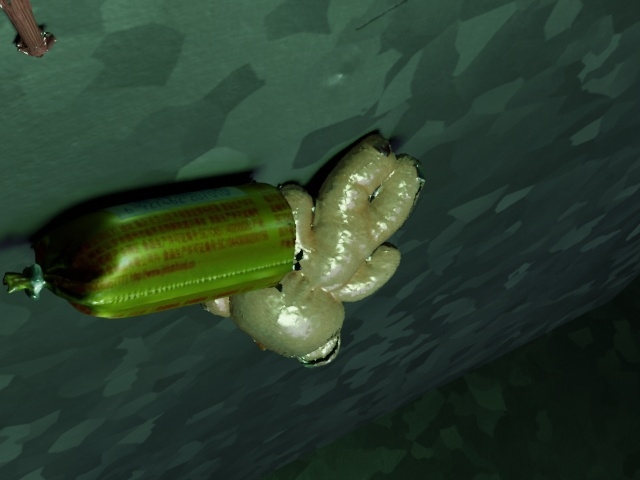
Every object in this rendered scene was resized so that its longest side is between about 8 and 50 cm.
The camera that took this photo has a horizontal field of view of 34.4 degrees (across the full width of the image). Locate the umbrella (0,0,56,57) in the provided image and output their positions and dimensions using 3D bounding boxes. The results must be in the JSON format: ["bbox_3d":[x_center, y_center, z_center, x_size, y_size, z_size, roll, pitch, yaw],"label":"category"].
[{"bbox_3d":[-0.208,-0.168,0.690,0.027,0.025,0.165,-48,167,-16],"label":"umbrella"}]

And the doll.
[{"bbox_3d":[0.000,0.000,1.289,0.201,0.156,0.303,34,95,-26],"label":"doll"}]

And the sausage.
[{"bbox_3d":[-0.167,0.020,1.046,0.317,0.125,0.117,-13,152,-42],"label":"sausage"}]
